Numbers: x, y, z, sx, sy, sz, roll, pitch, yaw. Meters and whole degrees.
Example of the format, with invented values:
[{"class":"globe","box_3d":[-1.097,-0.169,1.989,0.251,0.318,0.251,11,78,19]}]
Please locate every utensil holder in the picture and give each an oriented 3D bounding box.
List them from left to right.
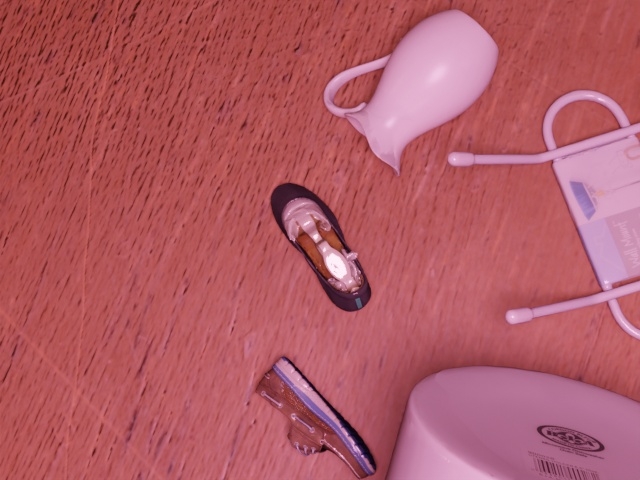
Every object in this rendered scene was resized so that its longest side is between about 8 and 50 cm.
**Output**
[{"class":"utensil holder","box_3d":[0.190,0.351,0.794,0.328,0.327,0.385,13,103,8]}]

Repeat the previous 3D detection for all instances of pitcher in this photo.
[{"class":"pitcher","box_3d":[0.115,-0.214,1.123,0.207,0.125,0.178,-46,61,5]}]

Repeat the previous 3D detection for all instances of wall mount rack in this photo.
[{"class":"wall mount rack","box_3d":[0.331,-0.035,1.043,0.304,0.130,0.349,-18,74,1]}]

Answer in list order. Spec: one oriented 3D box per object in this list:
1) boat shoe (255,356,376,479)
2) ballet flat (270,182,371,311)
[{"class":"boat shoe","box_3d":[-0.008,0.230,1.048,0.066,0.066,0.183,-44,66,-1]},{"class":"ballet flat","box_3d":[0.000,0.000,1.097,0.074,0.074,0.203,-33,75,-3]}]
